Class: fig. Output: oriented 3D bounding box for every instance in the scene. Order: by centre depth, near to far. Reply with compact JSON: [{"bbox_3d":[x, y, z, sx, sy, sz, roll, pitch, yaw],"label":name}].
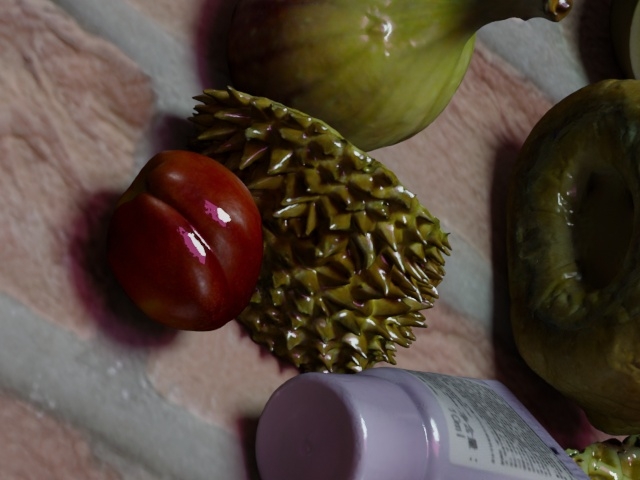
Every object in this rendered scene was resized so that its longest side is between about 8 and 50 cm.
[{"bbox_3d":[0.054,-0.120,1.293,0.160,0.230,0.143,-12,118,-57],"label":"fig"}]

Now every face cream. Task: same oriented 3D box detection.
[{"bbox_3d":[0.081,0.134,1.283,0.274,0.096,0.154,8,29,-47],"label":"face cream"}]

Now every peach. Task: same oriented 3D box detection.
[{"bbox_3d":[-0.076,0.002,1.171,0.100,0.100,0.101,24,56,-40],"label":"peach"}]

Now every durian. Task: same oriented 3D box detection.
[{"bbox_3d":[0.000,0.000,1.276,0.252,0.144,0.139,33,12,-27],"label":"durian"}]

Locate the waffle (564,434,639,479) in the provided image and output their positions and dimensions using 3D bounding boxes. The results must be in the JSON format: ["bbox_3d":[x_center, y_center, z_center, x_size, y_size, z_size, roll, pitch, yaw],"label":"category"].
[{"bbox_3d":[0.209,0.246,1.409,0.214,0.054,0.208,-14,82,-50],"label":"waffle"}]

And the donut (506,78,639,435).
[{"bbox_3d":[0.235,0.002,1.435,0.128,0.208,0.261,24,48,-37],"label":"donut"}]

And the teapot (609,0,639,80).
[{"bbox_3d":[0.335,-0.176,1.675,0.175,0.185,0.268,-83,174,-71],"label":"teapot"}]
